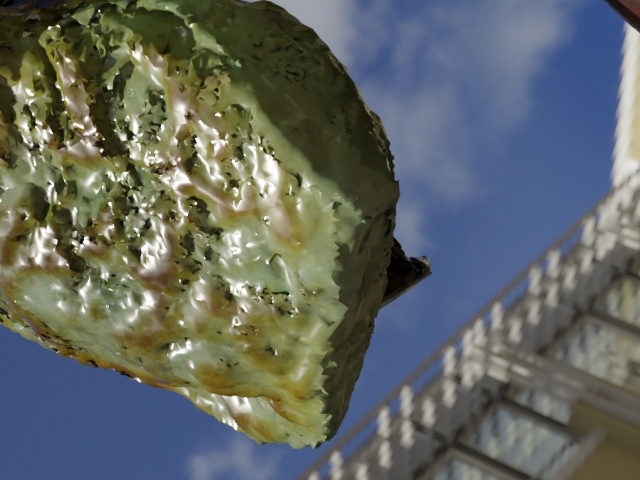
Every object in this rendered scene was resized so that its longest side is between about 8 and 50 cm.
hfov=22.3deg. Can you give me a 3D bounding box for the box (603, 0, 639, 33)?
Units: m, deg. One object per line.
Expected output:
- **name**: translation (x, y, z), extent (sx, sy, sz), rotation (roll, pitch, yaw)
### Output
- **box**: translation (0.275, -0.170, 1.055), extent (0.404, 0.263, 0.108), rotation (27, -62, -36)

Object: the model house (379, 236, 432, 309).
- **model house**: translation (0.004, -0.003, 1.281), extent (0.165, 0.152, 0.106), rotation (-39, 0, 42)

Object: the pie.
- **pie**: translation (-0.123, -0.016, 1.109), extent (0.180, 0.418, 0.395), rotation (-48, -33, -32)
